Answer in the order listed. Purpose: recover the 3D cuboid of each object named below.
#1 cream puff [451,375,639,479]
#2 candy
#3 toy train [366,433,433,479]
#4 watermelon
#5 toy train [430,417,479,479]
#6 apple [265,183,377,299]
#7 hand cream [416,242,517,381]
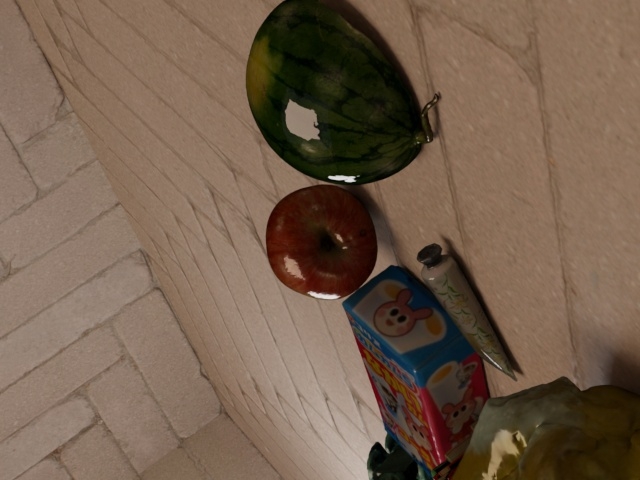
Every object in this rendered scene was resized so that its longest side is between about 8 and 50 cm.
[{"bbox_3d":[0.268,0.318,1.156,0.378,0.275,0.378,47,161,21],"label":"cream puff"},{"bbox_3d":[0.137,0.188,1.610,0.157,0.100,0.306,43,160,39],"label":"candy"},{"bbox_3d":[0.139,0.356,1.799,0.107,0.198,0.154,-4,101,25],"label":"toy train"},{"bbox_3d":[0.003,-0.137,1.272,0.232,0.127,0.204,43,159,20],"label":"watermelon"},{"bbox_3d":[0.199,0.277,1.540,0.050,0.138,0.087,60,170,-28],"label":"toy train"},{"bbox_3d":[0.000,0.000,1.544,0.146,0.146,0.131,58,170,-11],"label":"apple"},{"bbox_3d":[0.168,0.086,1.408,0.194,0.042,0.067,57,164,-25],"label":"hand cream"}]
